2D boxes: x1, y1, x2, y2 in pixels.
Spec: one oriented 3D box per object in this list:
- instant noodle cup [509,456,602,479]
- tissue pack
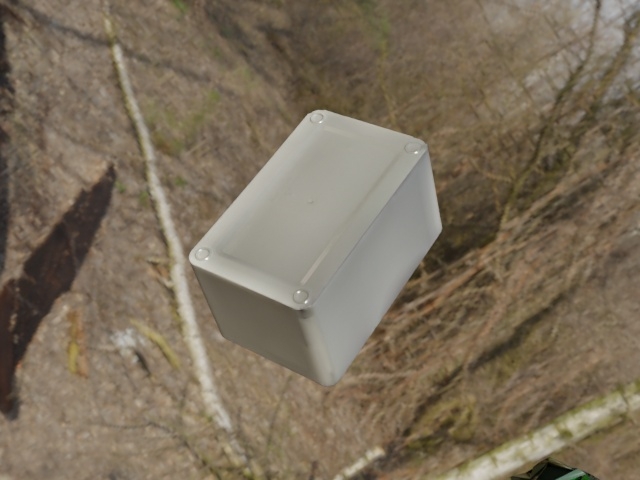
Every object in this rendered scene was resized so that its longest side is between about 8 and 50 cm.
[{"bbox_3d":[0.132,0.291,0.618,0.240,0.178,0.240,168,-90,-68],"label":"instant noodle cup"},{"bbox_3d":[0.001,0.000,0.938,0.159,0.246,0.136,22,-31,29],"label":"tissue pack"}]
